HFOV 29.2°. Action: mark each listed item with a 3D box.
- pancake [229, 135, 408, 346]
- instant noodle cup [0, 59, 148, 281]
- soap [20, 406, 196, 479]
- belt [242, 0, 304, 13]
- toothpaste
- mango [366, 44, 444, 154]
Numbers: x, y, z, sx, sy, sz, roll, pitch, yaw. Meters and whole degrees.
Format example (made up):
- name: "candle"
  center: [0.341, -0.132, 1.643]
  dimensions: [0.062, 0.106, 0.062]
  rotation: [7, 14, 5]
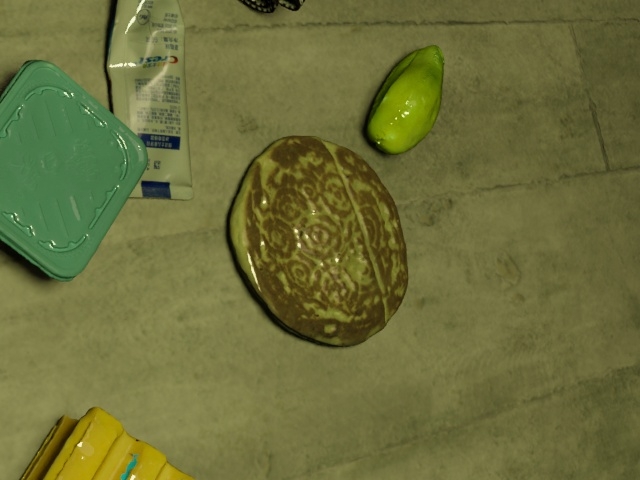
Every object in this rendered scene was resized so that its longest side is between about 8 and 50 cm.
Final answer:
- name: "pancake"
  center: [0.001, 0.000, 1.389]
  dimensions: [0.250, 0.031, 0.250]
  rotation: [12, 70, -35]
- name: "instant noodle cup"
  center: [-0.267, -0.062, 1.178]
  dimensions: [0.157, 0.070, 0.179]
  rotation: [41, 56, -23]
- name: "soap"
  center: [-0.221, 0.335, 1.085]
  dimensions: [0.204, 0.096, 0.324]
  rotation: [42, 56, -20]
- name: "belt"
  center: [-0.150, -0.386, 1.335]
  dimensions: [0.359, 0.126, 0.094]
  rotation: [37, 67, -17]
- name: "toothpaste"
  center: [-0.181, -0.175, 1.294]
  dimensions: [0.096, 0.061, 0.266]
  rotation: [0, 84, -39]
- name: "mango"
  center: [0.111, -0.171, 1.485]
  dimensions: [0.074, 0.091, 0.165]
  rotation: [38, 58, -10]
